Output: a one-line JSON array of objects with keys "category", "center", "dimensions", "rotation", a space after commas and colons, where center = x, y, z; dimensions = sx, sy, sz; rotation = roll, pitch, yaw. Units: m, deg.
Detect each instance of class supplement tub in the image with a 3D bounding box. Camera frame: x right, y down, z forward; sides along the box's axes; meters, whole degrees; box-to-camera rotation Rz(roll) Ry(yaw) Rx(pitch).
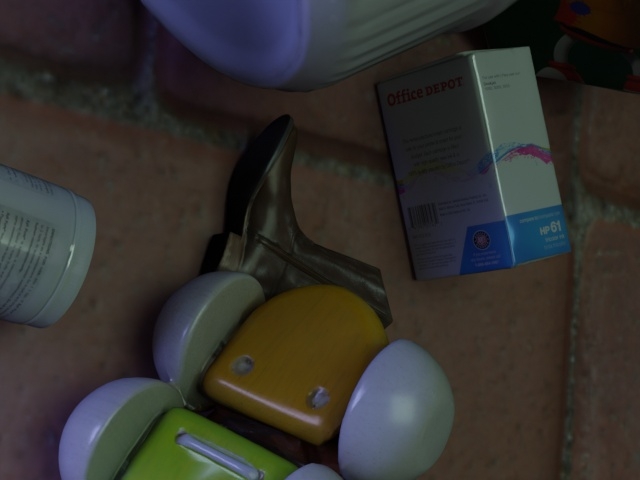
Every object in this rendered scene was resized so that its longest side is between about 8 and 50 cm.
[{"category": "supplement tub", "center": [-0.167, -0.006, 0.721], "dimensions": [0.107, 0.071, 0.071], "rotation": [22, 71, -31]}]

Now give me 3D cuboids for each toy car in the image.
[{"category": "toy car", "center": [-0.028, 0.114, 0.778], "dimensions": [0.182, 0.159, 0.136], "rotation": [-51, 149, -29]}]

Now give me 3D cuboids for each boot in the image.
[{"category": "boot", "center": [0.000, 0.000, 0.859], "dimensions": [0.114, 0.037, 0.106], "rotation": [27, 82, -26]}]

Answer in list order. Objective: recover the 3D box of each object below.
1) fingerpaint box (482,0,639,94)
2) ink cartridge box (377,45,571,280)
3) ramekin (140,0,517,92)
[{"category": "fingerpaint box", "center": [0.215, -0.365, 0.875], "dimensions": [0.445, 0.163, 0.371], "rotation": [-65, 154, -23]}, {"category": "ink cartridge box", "center": [0.087, -0.044, 0.895], "dimensions": [0.052, 0.088, 0.122], "rotation": [-13, 92, -36]}, {"category": "ramekin", "center": [-0.028, -0.194, 0.737], "dimensions": [0.127, 0.273, 0.273], "rotation": [-36, 105, -21]}]
